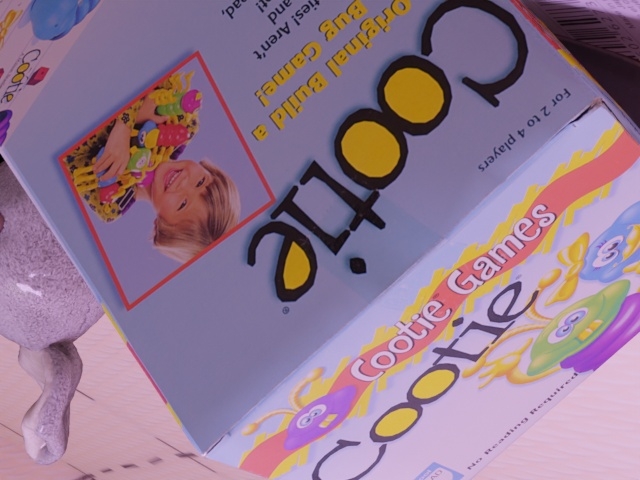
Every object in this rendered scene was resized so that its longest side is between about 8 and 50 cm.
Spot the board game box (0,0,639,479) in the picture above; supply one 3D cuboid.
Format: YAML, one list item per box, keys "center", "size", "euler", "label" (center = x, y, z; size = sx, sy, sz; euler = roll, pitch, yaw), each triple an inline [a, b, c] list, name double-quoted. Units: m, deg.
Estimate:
- center: [-0.022, -0.064, 0.581]
  size: [0.275, 0.144, 0.142]
  euler: [53, -169, 30]
  label: "board game box"

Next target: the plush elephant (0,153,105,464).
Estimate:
- center: [-0.226, -0.009, 1.118]
  size: [0.330, 0.271, 0.255]
  euler: [4, -171, -26]
  label: "plush elephant"

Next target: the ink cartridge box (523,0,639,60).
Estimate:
- center: [0.094, -0.076, 0.732]
  size: [0.186, 0.065, 0.311]
  euler: [40, 158, -30]
  label: "ink cartridge box"

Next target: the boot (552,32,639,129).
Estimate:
- center: [0.057, -0.025, 0.729]
  size: [0.115, 0.112, 0.305]
  euler: [4, 178, -40]
  label: "boot"
